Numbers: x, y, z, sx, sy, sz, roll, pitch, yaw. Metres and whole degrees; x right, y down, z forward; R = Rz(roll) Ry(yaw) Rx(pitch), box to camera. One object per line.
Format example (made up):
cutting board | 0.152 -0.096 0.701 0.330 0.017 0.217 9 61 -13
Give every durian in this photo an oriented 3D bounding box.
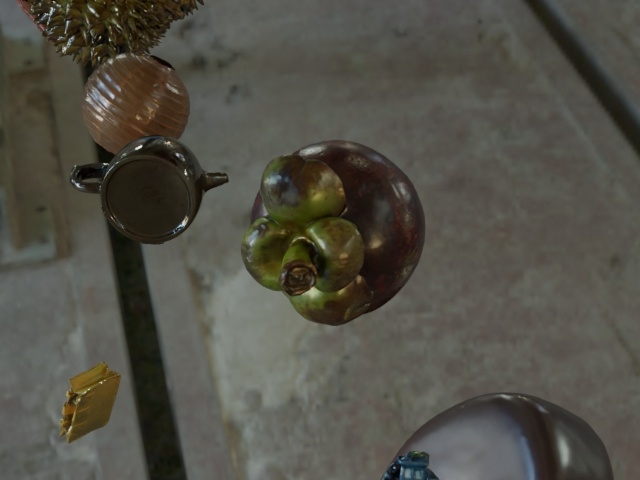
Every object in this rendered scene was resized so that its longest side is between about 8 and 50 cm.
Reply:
durian | -0.316 -0.434 2.256 0.347 0.347 0.384 -30 47 -30

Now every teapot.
teapot | -0.132 -0.045 1.135 0.121 0.076 0.068 3 27 5

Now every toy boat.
toy boat | 0.089 0.237 1.452 0.060 0.061 0.137 2 9 3

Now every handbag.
handbag | -0.249 0.176 1.610 0.027 0.083 0.061 35 36 23

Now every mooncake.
mooncake | 0.213 0.343 1.779 0.326 0.174 0.334 -58 34 2

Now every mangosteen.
mangosteen | -0.004 0.001 1.228 0.181 0.156 0.146 -39 8 -38

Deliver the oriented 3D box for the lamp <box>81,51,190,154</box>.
lamp | -0.226 -0.166 1.834 0.136 0.136 0.136 -4 35 3
